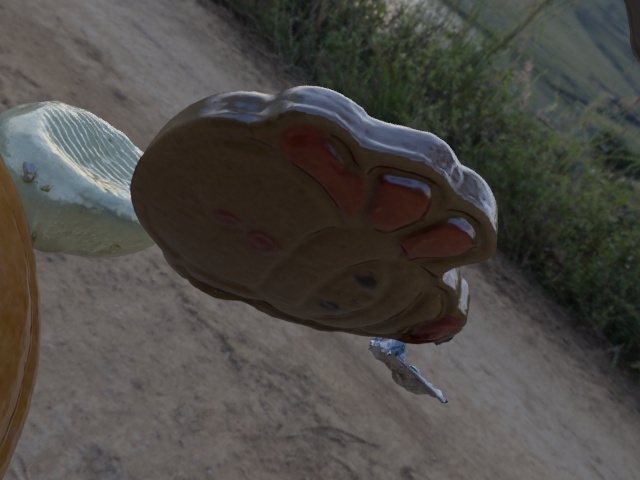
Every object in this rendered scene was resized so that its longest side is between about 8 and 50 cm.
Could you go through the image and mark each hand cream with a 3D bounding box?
[{"bbox_3d":[0.100,0.154,0.886,0.084,0.050,0.257,47,0,-5],"label":"hand cream"}]

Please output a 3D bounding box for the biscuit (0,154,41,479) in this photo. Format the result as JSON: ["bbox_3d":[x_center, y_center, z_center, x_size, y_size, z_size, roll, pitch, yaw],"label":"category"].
[{"bbox_3d":[-0.261,-0.014,0.284,0.455,0.078,0.350,63,17,-62],"label":"biscuit"}]

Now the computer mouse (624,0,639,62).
[{"bbox_3d":[0.381,-0.216,0.687,0.217,0.073,0.122,-105,171,-54],"label":"computer mouse"}]

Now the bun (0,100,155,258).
[{"bbox_3d":[-0.336,-0.071,0.894,0.259,0.160,0.259,41,21,-19],"label":"bun"}]

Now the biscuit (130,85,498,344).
[{"bbox_3d":[0.000,0.000,0.685,0.381,0.359,0.074,33,54,-17],"label":"biscuit"}]

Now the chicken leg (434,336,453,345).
[{"bbox_3d":[0.117,0.056,0.962,0.253,0.106,0.051,46,23,-20],"label":"chicken leg"}]
